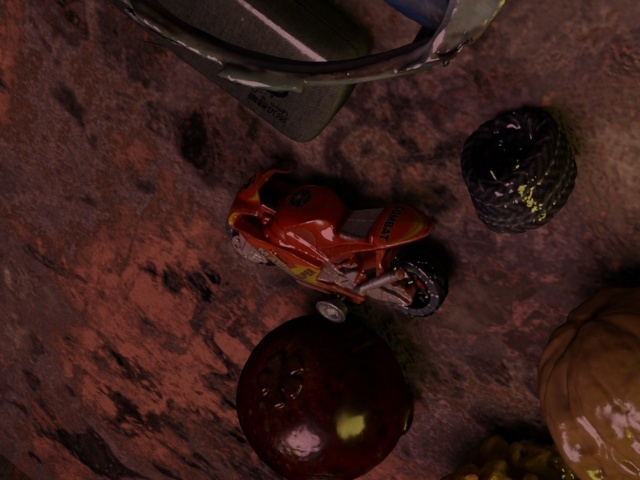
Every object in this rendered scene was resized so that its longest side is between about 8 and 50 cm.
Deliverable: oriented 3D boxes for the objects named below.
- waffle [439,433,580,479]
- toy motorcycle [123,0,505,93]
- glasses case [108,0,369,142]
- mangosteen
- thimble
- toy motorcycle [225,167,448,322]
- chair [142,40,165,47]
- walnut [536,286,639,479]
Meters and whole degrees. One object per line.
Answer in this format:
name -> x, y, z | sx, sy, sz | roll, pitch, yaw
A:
waffle -> 0.242, 0.388, 1.205 | 0.261, 0.151, 0.324 | 46, 128, 6
toy motorcycle -> -0.016, -0.236, 0.696 | 0.319, 0.241, 0.182 | 25, 165, 0
glasses case -> -0.105, -0.231, 0.932 | 0.323, 0.074, 0.131 | 37, 143, 2
mangosteen -> 0.020, 0.206, 1.229 | 0.215, 0.215, 0.257 | 7, 165, 38
thimble -> 0.169, -0.060, 0.852 | 0.095, 0.104, 0.066 | 3, 139, 45
toy motorcycle -> 0.001, 0.000, 1.087 | 0.298, 0.089, 0.171 | 15, 138, 30
chair -> -0.144, -0.218, 1.027 | 0.086, 0.042, 0.037 | 17, 161, -35
walnut -> 0.305, 0.150, 0.898 | 0.213, 0.213, 0.213 | 24, 143, 20
